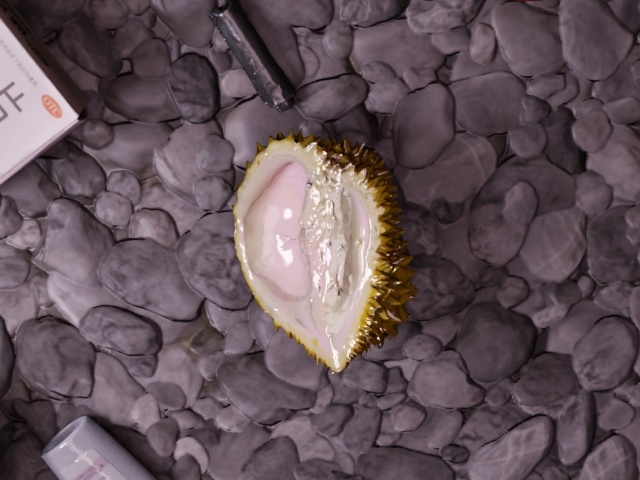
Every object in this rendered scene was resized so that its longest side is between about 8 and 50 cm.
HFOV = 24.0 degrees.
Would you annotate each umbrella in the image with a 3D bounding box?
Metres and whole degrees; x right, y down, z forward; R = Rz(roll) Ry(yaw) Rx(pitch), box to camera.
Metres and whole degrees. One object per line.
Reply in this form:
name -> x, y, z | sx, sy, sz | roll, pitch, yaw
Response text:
umbrella -> -0.071, -0.191, 1.564 | 0.036, 0.031, 0.133 | -26, 106, 29

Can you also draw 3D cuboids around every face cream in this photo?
face cream -> -0.217, 0.284, 1.649 | 0.084, 0.057, 0.198 | -40, 102, 6

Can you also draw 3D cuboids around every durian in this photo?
durian -> 0.012, -0.003, 1.567 | 0.138, 0.183, 0.250 | -20, 103, -37

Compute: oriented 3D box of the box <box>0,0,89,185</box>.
box -> -0.396, -0.204, 1.478 | 0.173, 0.145, 0.333 | -37, 103, 2
